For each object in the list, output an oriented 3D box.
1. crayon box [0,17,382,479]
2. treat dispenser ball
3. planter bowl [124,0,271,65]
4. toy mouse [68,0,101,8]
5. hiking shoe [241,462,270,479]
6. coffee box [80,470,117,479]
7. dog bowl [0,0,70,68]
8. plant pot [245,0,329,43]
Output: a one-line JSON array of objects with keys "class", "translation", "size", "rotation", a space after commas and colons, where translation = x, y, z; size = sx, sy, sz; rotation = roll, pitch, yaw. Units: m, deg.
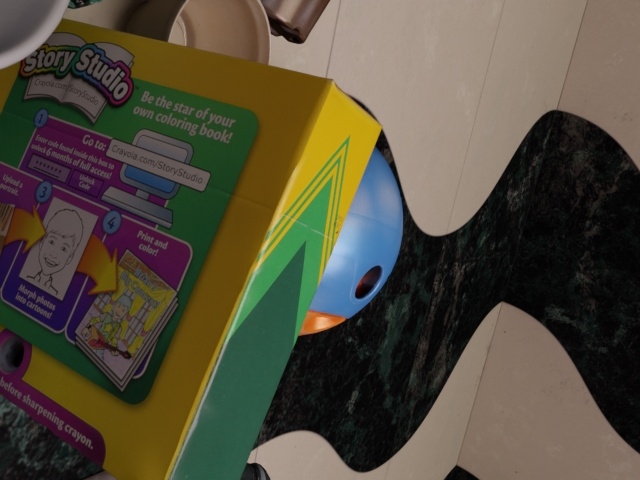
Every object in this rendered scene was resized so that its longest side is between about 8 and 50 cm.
[{"class": "crayon box", "translation": [-0.172, -0.012, 0.585], "size": [0.106, 0.363, 0.313], "rotation": [28, 84, -60]}, {"class": "treat dispenser ball", "translation": [-0.040, -0.025, 0.860], "size": [0.288, 0.288, 0.288], "rotation": [-35, 136, -44]}, {"class": "planter bowl", "translation": [-0.147, -0.211, 0.755], "size": [0.162, 0.109, 0.162], "rotation": [-36, 137, -44]}, {"class": "toy mouse", "translation": [-0.246, -0.267, 0.627], "size": [0.161, 0.031, 0.143], "rotation": [34, 69, -52]}, {"class": "hiking shoe", "translation": [-0.214, 0.475, 1.104], "size": [0.132, 0.113, 0.304], "rotation": [37, 81, -28]}, {"class": "coffee box", "translation": [-0.313, 0.387, 0.826], "size": [0.246, 0.141, 0.098], "rotation": [-5, 112, -56]}, {"class": "dog bowl", "translation": [-0.285, -0.242, 0.445], "size": [0.265, 0.104, 0.264], "rotation": [3, 90, -69]}, {"class": "plant pot", "translation": [-0.037, -0.338, 0.816], "size": [0.167, 0.167, 0.165], "rotation": [22, 96, -60]}]
